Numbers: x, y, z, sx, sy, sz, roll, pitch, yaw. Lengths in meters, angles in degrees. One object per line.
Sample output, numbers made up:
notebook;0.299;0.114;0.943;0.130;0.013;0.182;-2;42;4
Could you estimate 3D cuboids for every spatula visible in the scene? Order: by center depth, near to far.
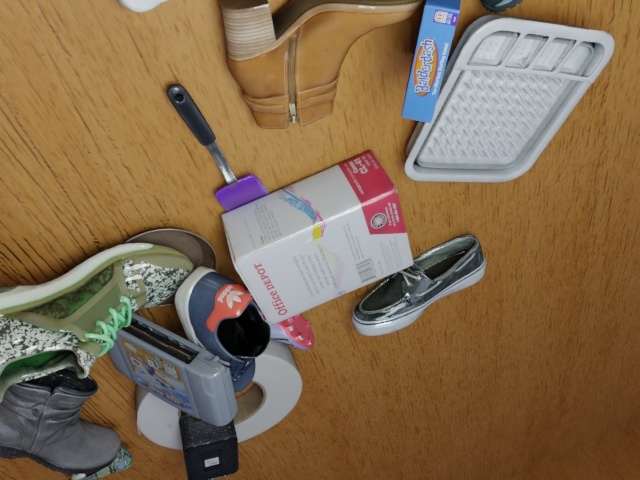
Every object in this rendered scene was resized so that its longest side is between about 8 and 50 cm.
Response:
spatula;-0.171;-0.140;0.985;0.084;0.030;0.296;-26;137;3

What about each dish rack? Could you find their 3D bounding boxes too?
dish rack;0.305;-0.241;1.041;0.285;0.072;0.333;-2;140;-23

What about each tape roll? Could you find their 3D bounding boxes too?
tape roll;-0.237;0.362;1.415;0.391;0.072;0.392;-12;136;-12

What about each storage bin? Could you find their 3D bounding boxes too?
storage bin;-0.260;0.482;1.409;0.121;0.084;0.180;-9;134;-16

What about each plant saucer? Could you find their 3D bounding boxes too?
plant saucer;-0.291;0.043;1.108;0.198;0.036;0.199;-12;135;-12

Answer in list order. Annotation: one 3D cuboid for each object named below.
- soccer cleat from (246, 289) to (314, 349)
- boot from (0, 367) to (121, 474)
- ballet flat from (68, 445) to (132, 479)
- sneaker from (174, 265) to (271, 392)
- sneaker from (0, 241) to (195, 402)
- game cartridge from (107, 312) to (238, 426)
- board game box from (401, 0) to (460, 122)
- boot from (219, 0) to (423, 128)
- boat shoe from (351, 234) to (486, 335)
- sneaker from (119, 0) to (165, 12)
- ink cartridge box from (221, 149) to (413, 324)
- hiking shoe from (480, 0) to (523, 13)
soccer cleat;-0.111;0.180;1.296;0.095;0.083;0.248;-28;138;27
boot;-0.532;0.378;1.278;0.223;0.118;0.338;-48;136;16
ballet flat;-0.558;0.558;1.484;0.188;0.070;0.070;-26;137;0
sneaker;-0.156;0.201;1.128;0.131;0.148;0.350;-55;151;-31
sneaker;-0.378;0.144;0.975;0.410;0.182;0.158;-23;145;-27
game cartridge;-0.295;0.241;1.145;0.062;0.297;0.198;-48;150;-41
board game box;0.162;-0.291;0.858;0.047;0.210;0.160;13;132;6
boot;0.008;-0.263;0.870;0.283;0.109;0.220;-11;142;1
boat shoe;0.208;0.084;1.324;0.335;0.121;0.119;-29;130;-10
sneaker;-0.162;-0.358;0.715;0.232;0.115;0.090;-41;134;17
ink cartridge box;0.000;0.000;1.121;0.306;0.131;0.226;-22;139;-1
hiking shoe;0.318;-0.472;0.846;0.132;0.113;0.304;35;123;-9
